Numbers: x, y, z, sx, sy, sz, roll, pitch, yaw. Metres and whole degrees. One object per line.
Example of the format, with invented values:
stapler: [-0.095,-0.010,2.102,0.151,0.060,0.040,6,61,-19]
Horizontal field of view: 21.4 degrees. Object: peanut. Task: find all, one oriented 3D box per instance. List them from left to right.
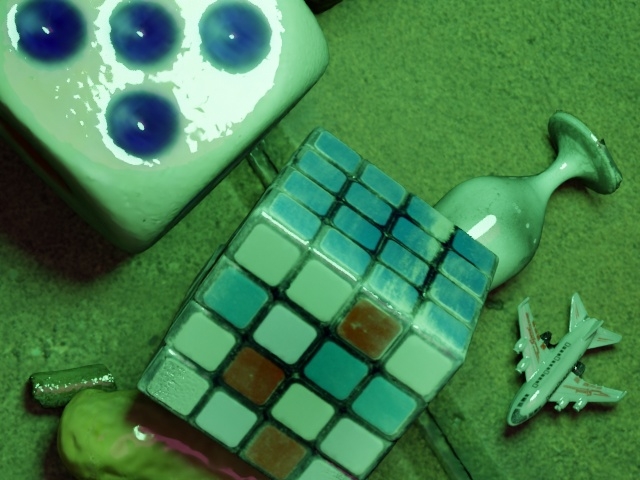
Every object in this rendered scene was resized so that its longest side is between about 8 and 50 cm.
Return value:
peanut: [-0.128,0.244,1.826,0.318,0.147,0.148,14,83,-12]

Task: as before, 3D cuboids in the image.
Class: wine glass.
wine glass: [0.214,-0.033,1.922,0.241,0.126,0.126,-36,93,-14]

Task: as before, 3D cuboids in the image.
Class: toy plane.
toy plane: [0.268,0.147,1.946,0.162,0.065,0.171,44,81,-5]

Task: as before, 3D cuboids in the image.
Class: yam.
yam: [-0.271,0.159,1.853,0.094,0.043,0.043,-9,87,-13]

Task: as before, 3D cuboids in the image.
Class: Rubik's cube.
Rubik's cube: [0.002,0.080,1.760,0.256,0.259,0.253,36,116,-4]

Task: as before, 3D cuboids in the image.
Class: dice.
dice: [-0.193,-0.191,1.782,0.304,0.277,0.304,45,80,-2]

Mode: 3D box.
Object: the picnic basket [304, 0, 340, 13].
picnic basket: [0.043,-0.424,1.836,0.321,0.291,0.254,-43,93,1]
